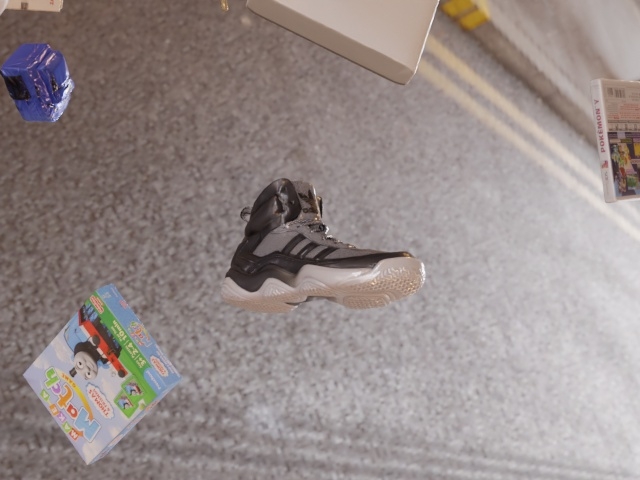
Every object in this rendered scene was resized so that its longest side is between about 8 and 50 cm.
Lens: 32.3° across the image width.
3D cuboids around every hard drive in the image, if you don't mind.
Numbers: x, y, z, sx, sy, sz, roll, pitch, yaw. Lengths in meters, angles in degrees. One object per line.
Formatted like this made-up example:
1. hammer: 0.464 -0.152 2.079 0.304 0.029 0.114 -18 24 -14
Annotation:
1. hard drive: 0.062 -0.398 1.499 0.233 0.047 0.353 25 58 -9

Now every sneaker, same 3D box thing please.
1. sneaker: 0.000 0.000 1.301 0.101 0.268 0.153 28 61 -52

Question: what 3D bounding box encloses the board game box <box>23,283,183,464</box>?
1. board game box: -0.297 0.183 1.486 0.160 0.211 0.039 51 34 10

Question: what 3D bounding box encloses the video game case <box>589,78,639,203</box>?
1. video game case: 0.476 -0.152 1.688 0.201 0.023 0.183 -6 89 -49

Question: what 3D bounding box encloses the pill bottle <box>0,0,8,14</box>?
1. pill bottle: -0.540 -0.364 1.407 0.264 0.153 0.153 -3 70 -37

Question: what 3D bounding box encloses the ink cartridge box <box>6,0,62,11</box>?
1. ink cartridge box: -0.472 -0.417 1.727 0.135 0.099 0.056 -1 37 -25

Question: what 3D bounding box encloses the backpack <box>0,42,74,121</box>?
1. backpack: -0.473 -0.259 1.872 0.098 0.101 0.120 -60 149 -45

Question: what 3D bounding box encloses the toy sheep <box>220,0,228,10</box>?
1. toy sheep: -0.170 -0.452 1.854 0.091 0.091 0.132 -30 107 -65
